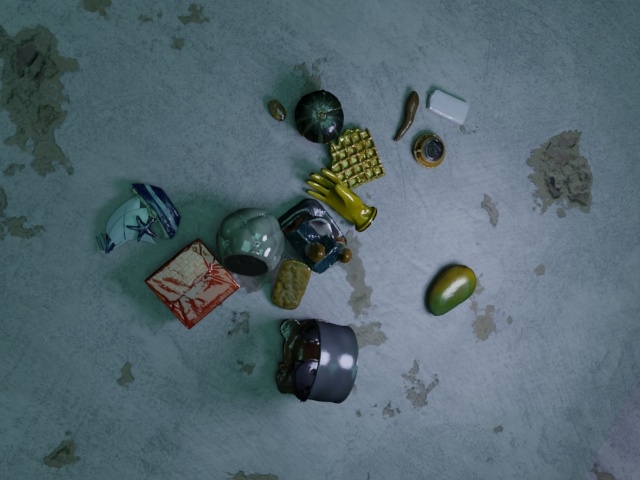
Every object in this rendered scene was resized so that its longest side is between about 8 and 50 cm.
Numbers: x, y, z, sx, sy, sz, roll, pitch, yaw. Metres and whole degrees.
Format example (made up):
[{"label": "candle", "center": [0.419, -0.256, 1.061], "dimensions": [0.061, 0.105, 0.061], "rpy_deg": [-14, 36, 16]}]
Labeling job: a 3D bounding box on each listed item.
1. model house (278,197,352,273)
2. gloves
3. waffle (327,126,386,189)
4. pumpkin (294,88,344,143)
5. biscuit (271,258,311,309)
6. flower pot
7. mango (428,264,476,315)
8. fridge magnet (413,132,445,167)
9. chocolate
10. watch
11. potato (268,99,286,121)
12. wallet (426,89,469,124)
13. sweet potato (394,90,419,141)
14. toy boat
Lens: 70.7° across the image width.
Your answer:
[{"label": "model house", "center": [0.000, 0.000, 1.628], "dimensions": [0.190, 0.301, 0.271], "rpy_deg": [-37, 105, -3]}, {"label": "gloves", "center": [0.067, -0.159, 1.713], "dimensions": [0.294, 0.116, 0.133], "rpy_deg": [35, 118, -19]}, {"label": "waffle", "center": [0.115, -0.312, 1.747], "dimensions": [0.219, 0.057, 0.229], "rpy_deg": [-27, 102, -13]}, {"label": "pumpkin", "center": [-0.004, -0.449, 1.648], "dimensions": [0.191, 0.146, 0.190], "rpy_deg": [0, 82, 3]}, {"label": "biscuit", "center": [-0.112, 0.167, 1.675], "dimensions": [0.119, 0.029, 0.247], "rpy_deg": [20, 124, 1]}, {"label": "flower pot", "center": [-0.245, 0.004, 1.578], "dimensions": [0.246, 0.246, 0.195], "rpy_deg": [18, 58, -18]}, {"label": "mango", "center": [0.551, 0.210, 1.915], "dimensions": [0.251, 0.114, 0.156], "rpy_deg": [-41, 116, 3]}, {"label": "fridge magnet", "center": [0.448, -0.367, 1.841], "dimensions": [0.143, 0.063, 0.143], "rpy_deg": [-1, 95, -14]}, {"label": "chocolate", "center": [-0.451, 0.147, 1.597], "dimensions": [0.237, 0.108, 0.234], "rpy_deg": [-42, 105, -10]}, {"label": "watch", "center": [0.001, 0.461, 1.653], "dimensions": [0.314, 0.327, 0.335], "rpy_deg": [15, 92, -18]}, {"label": "potato", "center": [-0.157, -0.477, 1.654], "dimensions": [0.051, 0.040, 0.083], "rpy_deg": [-38, 106, -15]}, {"label": "wallet", "center": [0.525, -0.552, 1.861], "dimensions": [0.190, 0.033, 0.095], "rpy_deg": [19, 88, -18]}, {"label": "sweet potato", "center": [0.350, -0.491, 1.807], "dimensions": [0.050, 0.050, 0.214], "rpy_deg": [18, 93, -18]}, {"label": "toy boat", "center": [-0.613, -0.049, 1.550], "dimensions": [0.210, 0.070, 0.291], "rpy_deg": [34, 89, -13]}]
